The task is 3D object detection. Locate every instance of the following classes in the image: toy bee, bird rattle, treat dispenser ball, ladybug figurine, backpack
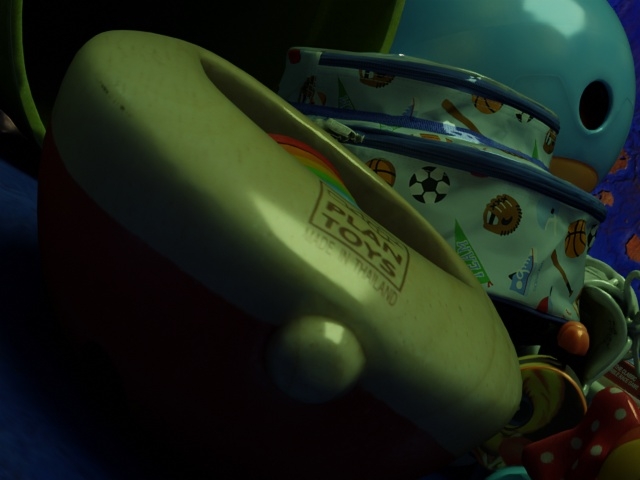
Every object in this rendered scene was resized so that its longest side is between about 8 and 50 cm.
[{"bbox_3d":[0.156,0.146,1.256,0.298,0.162,0.195,36,9,-20],"label":"toy bee"},{"bbox_3d":[0.184,0.158,1.040,0.143,0.207,0.253,50,42,4],"label":"bird rattle"},{"bbox_3d":[0.164,-0.148,1.824,0.288,0.288,0.288,38,7,-6],"label":"treat dispenser ball"},{"bbox_3d":[-0.039,0.022,1.037,0.305,0.162,0.449,38,6,-9],"label":"ladybug figurine"},{"bbox_3d":[0.076,-0.023,1.364,0.263,0.213,0.276,22,7,38],"label":"backpack"}]

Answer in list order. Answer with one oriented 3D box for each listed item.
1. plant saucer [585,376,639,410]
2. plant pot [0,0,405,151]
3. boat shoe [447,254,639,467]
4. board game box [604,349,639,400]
[{"bbox_3d":[0.168,0.096,1.873,0.400,0.100,0.400,38,8,-6],"label":"plant saucer"},{"bbox_3d":[-0.178,-0.246,1.463,0.353,0.366,0.366,30,-1,43],"label":"plant pot"},{"bbox_3d":[0.212,0.076,1.523,0.367,0.156,0.136,-25,98,-62],"label":"boat shoe"},{"bbox_3d":[0.260,0.095,1.829,0.281,0.027,0.145,33,8,-41],"label":"board game box"}]
